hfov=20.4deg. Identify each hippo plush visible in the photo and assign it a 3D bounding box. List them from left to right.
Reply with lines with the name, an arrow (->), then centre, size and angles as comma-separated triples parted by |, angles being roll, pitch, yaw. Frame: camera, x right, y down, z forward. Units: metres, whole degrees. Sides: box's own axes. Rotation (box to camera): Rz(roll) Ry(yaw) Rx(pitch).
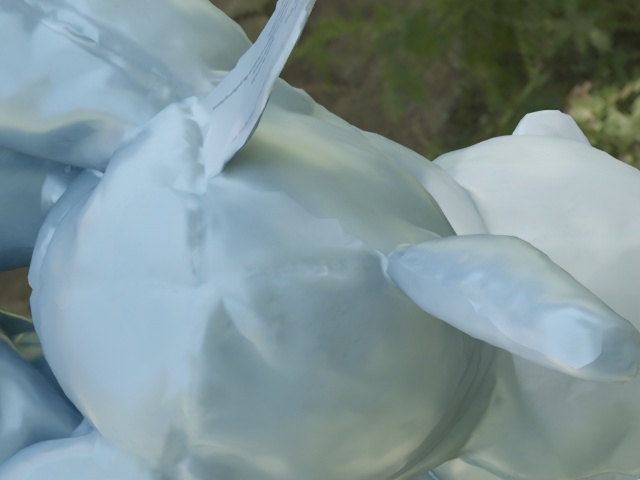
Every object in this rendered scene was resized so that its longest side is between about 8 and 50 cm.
hippo plush -> 0.000, 0.000, 0.524 | 0.294, 0.236, 0.234 | -41, 64, 36
